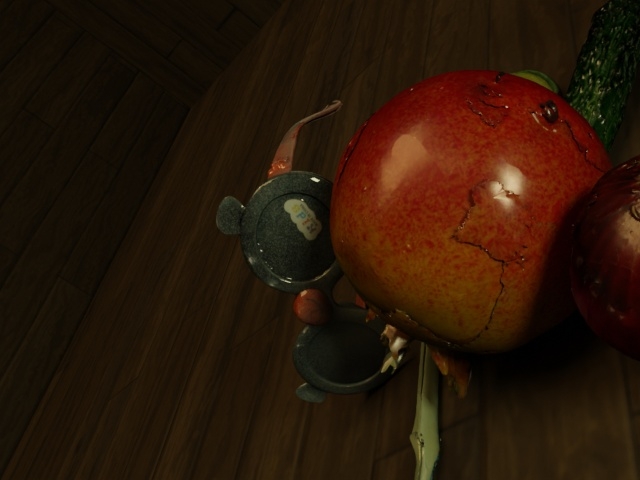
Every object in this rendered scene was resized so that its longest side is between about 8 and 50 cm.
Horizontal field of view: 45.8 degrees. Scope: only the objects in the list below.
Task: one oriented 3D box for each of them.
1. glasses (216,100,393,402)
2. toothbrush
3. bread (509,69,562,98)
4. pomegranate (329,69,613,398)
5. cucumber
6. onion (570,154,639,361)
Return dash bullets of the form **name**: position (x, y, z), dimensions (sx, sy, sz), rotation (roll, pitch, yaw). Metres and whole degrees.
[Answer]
- **glasses**: position (0.000, 0.000, 0.760), dimensions (0.118, 0.234, 0.268), rotation (-19, 24, 10)
- **toothbrush**: position (0.084, 0.140, 0.610), dimensions (0.028, 0.026, 0.294), rotation (-36, 26, 41)
- **bread**: position (0.159, -0.078, 0.779), dimensions (0.228, 0.033, 0.229), rotation (-46, 23, 26)
- **pomegranate**: position (0.107, -0.008, 0.561), dimensions (0.210, 0.210, 0.235), rotation (-118, 37, -68)
- **cucumber**: position (0.239, -0.127, 0.649), dimensions (0.058, 0.058, 0.187), rotation (-14, 45, 60)
- **onion**: position (0.205, 0.006, 0.428), dimensions (0.131, 0.131, 0.131), rotation (-45, 22, 24)
